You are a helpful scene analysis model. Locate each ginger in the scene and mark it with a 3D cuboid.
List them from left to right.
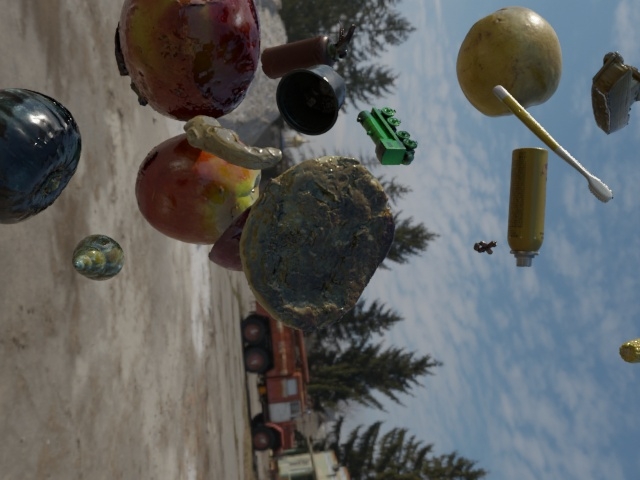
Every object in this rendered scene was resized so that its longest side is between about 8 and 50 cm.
[{"bbox_3d":[-0.151,-0.155,0.906,0.069,0.173,0.051,-50,167,-54],"label":"ginger"}]

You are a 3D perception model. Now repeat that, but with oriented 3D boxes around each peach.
[{"bbox_3d":[-0.333,-0.487,1.402,0.353,0.338,0.416,69,-26,19],"label":"peach"},{"bbox_3d":[-0.359,-0.164,1.638,0.370,0.369,0.371,175,-90,-85],"label":"peach"}]

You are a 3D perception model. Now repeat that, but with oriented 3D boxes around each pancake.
[{"bbox_3d":[0.001,0.000,1.097,0.065,0.355,0.357,27,-55,54],"label":"pancake"}]

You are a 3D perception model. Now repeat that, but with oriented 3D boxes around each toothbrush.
[{"bbox_3d":[0.393,-0.171,0.951,0.288,0.021,0.024,56,-4,26],"label":"toothbrush"}]

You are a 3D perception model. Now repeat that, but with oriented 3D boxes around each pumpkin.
[{"bbox_3d":[-0.496,-0.133,0.893,0.233,0.163,0.233,-49,-172,10],"label":"pumpkin"}]

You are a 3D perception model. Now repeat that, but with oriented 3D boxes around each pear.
[{"bbox_3d":[0.552,-0.523,1.637,0.314,0.313,0.315,175,-90,-85],"label":"pear"}]

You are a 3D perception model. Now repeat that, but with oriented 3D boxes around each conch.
[{"bbox_3d":[-0.529,0.047,1.323,0.106,0.116,0.173,66,-25,24],"label":"conch"}]

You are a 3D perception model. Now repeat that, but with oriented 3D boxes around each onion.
[{"bbox_3d":[-0.114,0.000,1.233,0.111,0.250,0.247,52,25,13],"label":"onion"}]

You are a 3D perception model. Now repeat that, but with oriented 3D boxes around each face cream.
[{"bbox_3d":[0.615,-0.095,1.647,0.105,0.104,0.349,173,-79,-85],"label":"face cream"}]

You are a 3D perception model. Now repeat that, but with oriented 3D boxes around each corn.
[{"bbox_3d":[0.825,0.264,1.366,0.067,0.206,0.068,176,-90,-66],"label":"corn"}]

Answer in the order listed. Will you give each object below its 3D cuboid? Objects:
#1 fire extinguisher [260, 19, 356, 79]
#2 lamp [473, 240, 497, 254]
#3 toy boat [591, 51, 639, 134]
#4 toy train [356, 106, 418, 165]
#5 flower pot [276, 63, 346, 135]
[{"bbox_3d":[-0.034,-0.622,1.797,0.106,0.336,0.148,13,80,-55],"label":"fire extinguisher"},{"bbox_3d":[0.637,0.025,2.149,0.031,0.083,0.063,-88,-173,-59],"label":"lamp"},{"bbox_3d":[0.767,-0.373,1.422,0.089,0.121,0.321,53,13,30],"label":"toy boat"},{"bbox_3d":[0.188,-0.305,1.606,0.251,0.119,0.085,-115,-150,-43],"label":"toy train"},{"bbox_3d":[-0.012,-0.335,1.281,0.107,0.157,0.158,-55,152,-48],"label":"flower pot"}]
